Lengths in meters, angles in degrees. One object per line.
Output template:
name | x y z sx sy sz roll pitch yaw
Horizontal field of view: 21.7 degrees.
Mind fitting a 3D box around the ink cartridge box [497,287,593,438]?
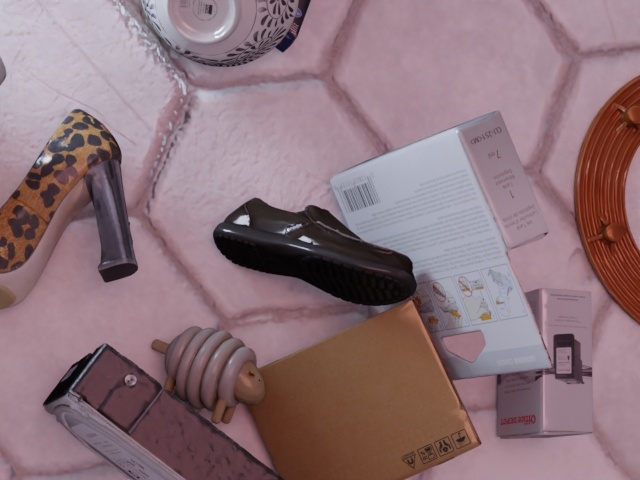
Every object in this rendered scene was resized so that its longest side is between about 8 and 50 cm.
ink cartridge box | 0.234 0.132 1.753 0.063 0.109 0.151 4 80 -19

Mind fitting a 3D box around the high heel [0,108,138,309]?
high heel | -0.320 -0.031 1.654 0.261 0.093 0.186 -10 66 -8

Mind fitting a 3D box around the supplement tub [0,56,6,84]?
supplement tub | -0.461 -0.095 1.534 0.228 0.228 0.316 38 74 -7

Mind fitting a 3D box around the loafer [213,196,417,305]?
loafer | 0.000 0.000 1.690 0.220 0.080 0.078 17 62 18

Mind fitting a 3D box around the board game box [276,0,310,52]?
board game box | -0.058 -0.336 1.775 0.194 0.060 0.194 36 72 -7

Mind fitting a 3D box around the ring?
ring | 0.445 -0.042 1.882 0.336 0.032 0.337 3 81 -16

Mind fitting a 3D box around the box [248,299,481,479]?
box | 0.038 0.173 1.694 0.201 0.021 0.164 -25 87 8

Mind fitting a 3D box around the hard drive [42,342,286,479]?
hard drive | -0.103 0.231 1.577 0.339 0.237 0.064 38 74 -8

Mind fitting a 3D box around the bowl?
bowl | -0.111 -0.245 1.687 0.170 0.080 0.170 3 114 8

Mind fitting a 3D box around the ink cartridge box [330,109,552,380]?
ink cartridge box | 0.132 0.015 1.656 0.060 0.275 0.239 -25 93 -26

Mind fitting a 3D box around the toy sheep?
toy sheep | -0.113 0.129 1.671 0.132 0.091 0.091 21 74 15
